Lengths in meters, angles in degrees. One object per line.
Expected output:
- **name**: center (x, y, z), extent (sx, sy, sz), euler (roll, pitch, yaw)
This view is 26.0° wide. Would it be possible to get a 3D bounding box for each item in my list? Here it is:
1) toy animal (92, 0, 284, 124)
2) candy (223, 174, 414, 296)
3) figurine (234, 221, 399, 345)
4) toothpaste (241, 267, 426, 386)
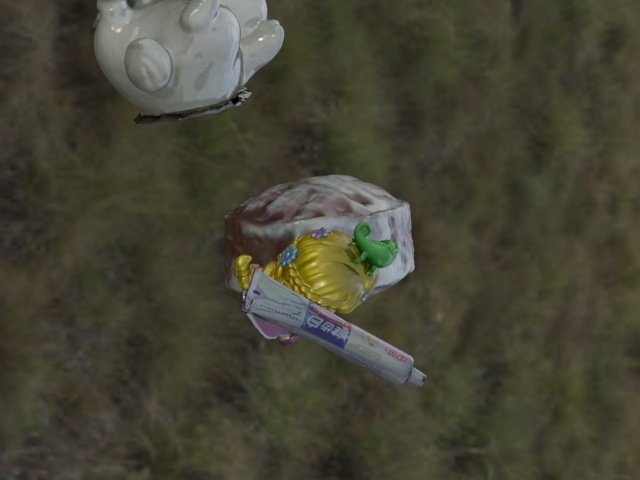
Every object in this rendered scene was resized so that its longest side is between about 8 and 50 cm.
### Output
- **toy animal**: center (-0.153, -0.225, 1.521), extent (0.325, 0.208, 0.154), euler (-140, -137, -69)
- **candy**: center (0.000, 0.000, 1.717), extent (0.289, 0.214, 0.157), euler (-15, 103, -63)
- **figurine**: center (-0.008, 0.027, 1.353), extent (0.115, 0.156, 0.095), euler (42, 32, -41)
- **toothpaste**: center (0.013, 0.078, 1.131), extent (0.170, 0.028, 0.045), euler (29, 51, -15)
